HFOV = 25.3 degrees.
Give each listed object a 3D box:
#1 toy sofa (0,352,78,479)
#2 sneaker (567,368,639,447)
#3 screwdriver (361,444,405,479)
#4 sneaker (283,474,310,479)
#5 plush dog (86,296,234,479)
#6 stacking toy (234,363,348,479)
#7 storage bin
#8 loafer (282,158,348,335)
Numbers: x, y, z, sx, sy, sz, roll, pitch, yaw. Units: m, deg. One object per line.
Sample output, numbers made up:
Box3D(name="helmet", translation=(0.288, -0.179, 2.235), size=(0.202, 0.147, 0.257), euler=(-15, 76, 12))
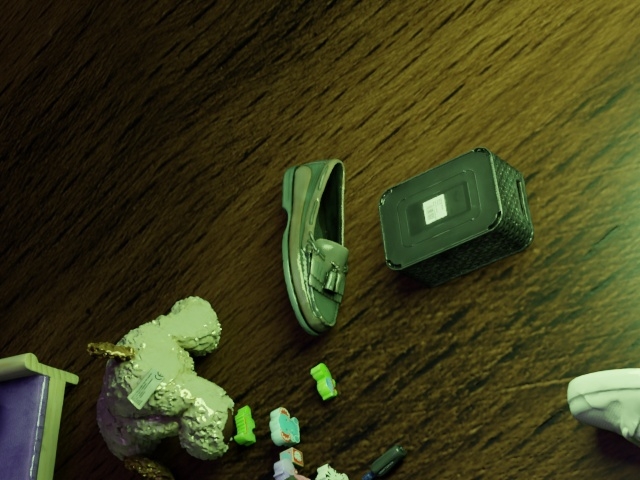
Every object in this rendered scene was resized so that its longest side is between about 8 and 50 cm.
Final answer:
Box3D(name="toy sofa", translation=(-0.503, 0.361, 2.202), size=(0.150, 0.177, 0.362), euler=(-13, 63, 36))
Box3D(name="sneaker", translation=(0.392, 0.234, 1.554), size=(0.293, 0.108, 0.169), euler=(-2, 68, 38))
Box3D(name="screwdriver", translation=(0.047, 0.322, 1.862), size=(0.170, 0.025, 0.024), euler=(-42, 50, 18))
Box3D(name="sneaker", translation=(-0.009, 0.385, 1.806), size=(0.077, 0.072, 0.178), euler=(-33, 91, 37))
Box3D(name="plush dog", translation=(-0.256, 0.228, 2.063), size=(0.225, 0.211, 0.262), euler=(120, 147, -42))
Box3D(name="stacking toy", translation=(-0.049, 0.285, 1.922), size=(0.167, 0.052, 0.221), euler=(-31, 45, 26))
Box3D(name="storage bin", translation=(0.175, -0.029, 1.865), size=(0.180, 0.084, 0.122), euler=(-24, 58, 30))
Box3D(name="loafer", translation=(0.000, 0.000, 1.996), size=(0.084, 0.096, 0.267), euler=(-21, 57, 25))
